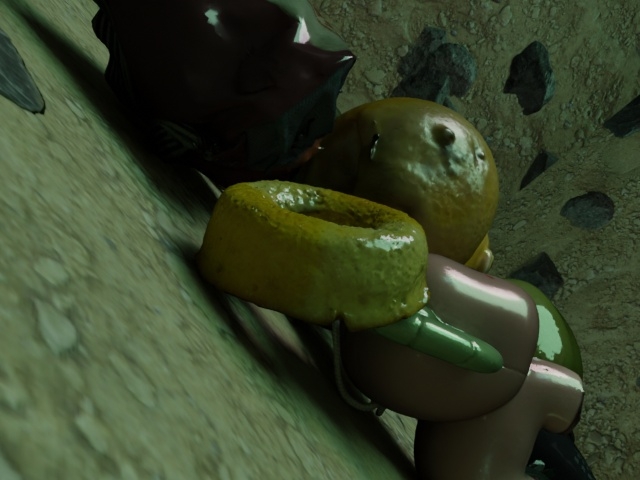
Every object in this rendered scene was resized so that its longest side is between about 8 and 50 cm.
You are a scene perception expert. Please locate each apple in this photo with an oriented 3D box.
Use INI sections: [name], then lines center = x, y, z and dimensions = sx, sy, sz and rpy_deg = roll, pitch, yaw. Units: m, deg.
[apple]
center = 0.396, 0.265, 1.528
dimensions = 0.357, 0.357, 0.357
rpy_deg = 50, 3, -4

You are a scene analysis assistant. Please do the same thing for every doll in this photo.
[doll]
center = 0.094, 0.119, 0.649
dimensions = 0.268, 0.216, 0.284
rpy_deg = 26, -11, -8

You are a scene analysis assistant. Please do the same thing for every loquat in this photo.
[loquat]
center = 0.093, -0.051, 0.808
dimensions = 0.244, 0.244, 0.244
rpy_deg = 50, 3, -4

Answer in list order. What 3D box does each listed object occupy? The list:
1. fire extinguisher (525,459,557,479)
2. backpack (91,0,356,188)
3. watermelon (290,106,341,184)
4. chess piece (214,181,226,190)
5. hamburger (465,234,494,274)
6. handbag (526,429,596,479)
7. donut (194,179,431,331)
[fire extinguisher]
center = 0.261, 0.335, 0.821
dimensions = 0.095, 0.114, 0.311
rpy_deg = 55, 2, 3
[backpack]
center = -0.112, -0.170, 0.729
dimensions = 0.283, 0.197, 0.317
rpy_deg = 52, -13, 7
[watermelon]
center = -0.052, -0.150, 1.127
dimensions = 0.212, 0.212, 0.212
rpy_deg = 50, 3, -4
[chess piece]
center = -0.124, -0.131, 0.979
dimensions = 0.060, 0.060, 0.172
rpy_deg = 49, 14, -28
[hamburger]
center = 0.115, 0.042, 1.014
dimensions = 0.186, 0.261, 0.303
rpy_deg = 56, 22, 14
[handbag]
center = 0.292, 0.293, 1.113
dimensions = 0.302, 0.178, 0.275
rpy_deg = 50, 3, -1
[donut]
center = 0.000, 0.000, 0.520
dimensions = 0.179, 0.065, 0.162
rpy_deg = 11, 21, 3
